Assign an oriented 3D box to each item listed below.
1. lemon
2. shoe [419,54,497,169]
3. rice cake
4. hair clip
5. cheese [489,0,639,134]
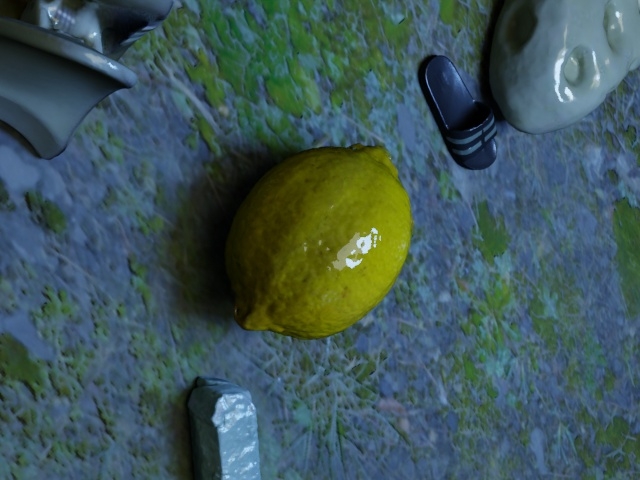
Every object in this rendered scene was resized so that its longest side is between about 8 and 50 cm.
[{"bbox_3d":[0.000,0.000,1.066,0.257,0.188,0.188,-49,123,-16],"label":"lemon"},{"bbox_3d":[0.189,-0.160,1.282,0.071,0.049,0.179,-48,122,-23],"label":"shoe"},{"bbox_3d":[-0.103,0.252,1.093,0.063,0.069,0.206,-12,102,-37],"label":"rice cake"},{"bbox_3d":[-0.225,-0.167,0.820,0.172,0.282,0.113,21,70,-37],"label":"hair clip"},{"bbox_3d":[0.391,-0.297,1.373,0.328,0.129,0.351,11,89,-38],"label":"cheese"}]
